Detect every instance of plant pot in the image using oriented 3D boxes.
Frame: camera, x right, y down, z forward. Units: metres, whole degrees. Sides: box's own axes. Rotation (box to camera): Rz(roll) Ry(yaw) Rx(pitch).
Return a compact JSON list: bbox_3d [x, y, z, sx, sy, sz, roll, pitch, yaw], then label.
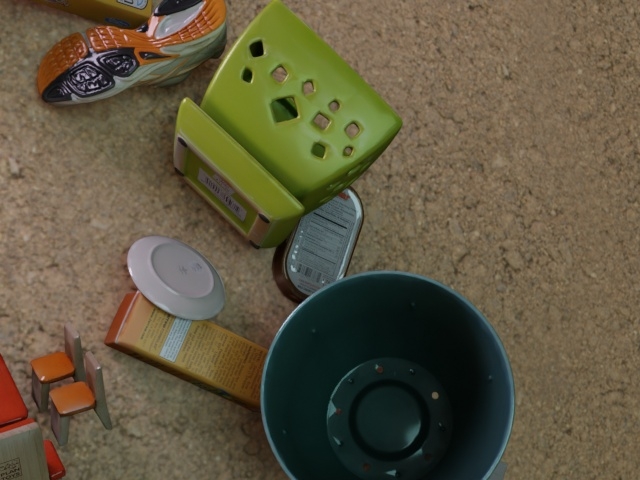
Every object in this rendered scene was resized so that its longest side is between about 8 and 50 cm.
[{"bbox_3d":[0.085,0.210,1.112,0.292,0.235,0.293,-2,71,5],"label":"plant pot"},{"bbox_3d":[-0.062,-0.128,1.131,0.228,0.227,0.207,43,73,0],"label":"plant pot"}]

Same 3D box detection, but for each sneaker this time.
[{"bbox_3d":[-0.235,-0.228,1.149,0.262,0.121,0.099,-23,72,-4],"label":"sneaker"}]

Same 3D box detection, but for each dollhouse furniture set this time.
[{"bbox_3d":[-0.353,0.189,0.929,0.262,0.259,0.135,-16,121,-28],"label":"dollhouse furniture set"}]

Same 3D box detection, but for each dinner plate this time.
[{"bbox_3d":[-0.181,0.043,1.128,0.141,0.017,0.141,29,32,-20],"label":"dinner plate"}]

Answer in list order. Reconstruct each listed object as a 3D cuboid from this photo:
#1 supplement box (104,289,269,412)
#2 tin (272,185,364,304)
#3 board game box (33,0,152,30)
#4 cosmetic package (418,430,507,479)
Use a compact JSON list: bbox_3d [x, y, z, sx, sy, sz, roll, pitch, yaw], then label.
[{"bbox_3d":[-0.155,0.147,1.137,0.233,0.078,0.080,26,72,-19],"label":"supplement box"},{"bbox_3d":[0.000,0.000,1.256,0.106,0.040,0.190,26,72,-24],"label":"tin"},{"bbox_3d":[-0.357,-0.422,1.091,0.316,0.064,0.242,8,79,-39],"label":"board game box"},{"bbox_3d":[0.157,0.398,1.234,0.127,0.107,0.238,26,75,-16],"label":"cosmetic package"}]
